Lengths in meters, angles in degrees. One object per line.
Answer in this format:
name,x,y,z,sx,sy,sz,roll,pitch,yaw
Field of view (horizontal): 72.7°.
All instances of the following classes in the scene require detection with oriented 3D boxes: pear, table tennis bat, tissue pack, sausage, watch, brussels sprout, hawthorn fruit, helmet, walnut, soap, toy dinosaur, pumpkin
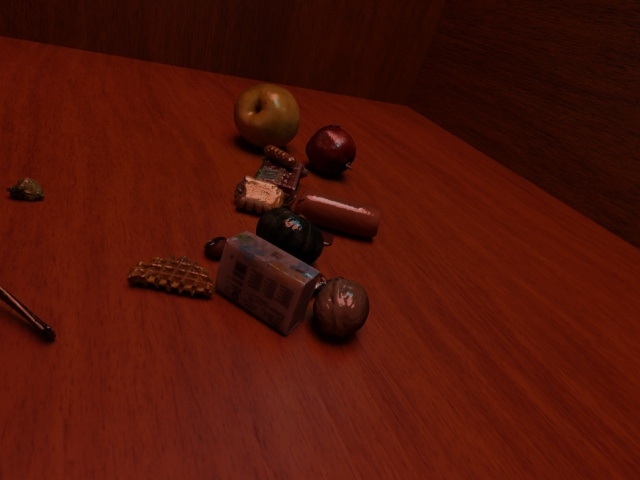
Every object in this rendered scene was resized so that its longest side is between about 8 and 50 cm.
pear,-0.242,-0.563,1.980,0.315,0.314,0.314,13,30,-8
table tennis bat,0.000,0.000,1.454,0.087,0.013,0.156,17,28,-5
tissue pack,-0.123,0.093,1.091,0.230,0.159,0.145,29,27,18
sausage,0.059,-0.095,1.533,0.305,0.121,0.121,14,30,-7
watch,-0.659,0.146,0.805,0.269,0.102,0.165,31,39,6
brussels sprout,-0.829,-0.147,1.221,0.085,0.058,0.085,-1,37,1
hawthorn fruit,0.058,-0.389,1.944,0.250,0.215,0.215,44,37,17
helmet,-0.289,0.022,1.228,0.065,0.049,0.084,-28,15,-11
walnut,0.052,0.166,1.085,0.140,0.140,0.162,22,17,7
soap,-0.166,-0.230,1.661,0.218,0.098,0.273,15,30,-4
toy dinosaur,0.005,0.125,1.209,0.154,0.049,0.055,-17,42,-37
pumpkin,-0.091,-0.009,1.280,0.212,0.152,0.211,40,2,-2

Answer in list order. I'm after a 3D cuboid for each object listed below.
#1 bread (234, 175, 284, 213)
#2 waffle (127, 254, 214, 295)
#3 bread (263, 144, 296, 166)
bread,-0.214,-0.149,1.499,0.178,0.084,0.119,17,66,-4
waffle,-0.369,0.093,1.072,0.192,0.046,0.160,-8,38,-35
bread,-0.157,-0.327,1.684,0.157,0.044,0.052,32,42,30
